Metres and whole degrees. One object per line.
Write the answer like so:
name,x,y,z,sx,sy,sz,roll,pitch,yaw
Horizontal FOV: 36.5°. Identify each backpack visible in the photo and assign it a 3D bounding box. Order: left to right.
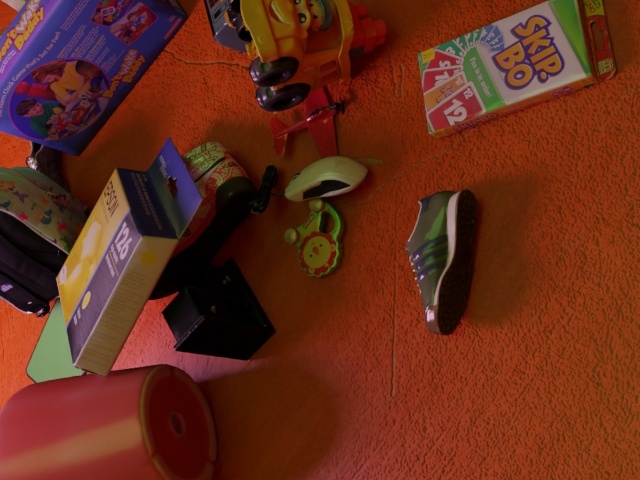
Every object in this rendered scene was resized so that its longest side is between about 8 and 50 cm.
backpack,-0.539,-0.014,1.694,0.225,0.253,0.191,-29,43,32

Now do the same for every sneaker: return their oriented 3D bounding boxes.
sneaker,-0.524,-0.128,1.824,0.066,0.071,0.189,-27,64,29
sneaker,-0.220,-0.036,1.563,0.270,0.090,0.145,-45,54,18
sneaker,0.151,0.027,1.284,0.086,0.064,0.192,4,81,45

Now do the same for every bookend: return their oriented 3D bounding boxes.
bookend,-0.171,0.092,1.450,0.072,0.156,0.157,-47,55,20

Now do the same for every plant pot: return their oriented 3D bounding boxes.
plant pot,-0.306,0.309,1.451,0.243,0.275,0.275,-21,67,21

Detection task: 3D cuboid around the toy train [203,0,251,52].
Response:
toy train,-0.120,-0.466,1.563,0.190,0.142,0.334,-37,59,36

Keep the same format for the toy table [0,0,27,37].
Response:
toy table,-0.533,-0.413,1.843,0.252,0.160,0.274,34,100,37

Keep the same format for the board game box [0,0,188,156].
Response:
board game box,-0.429,-0.322,1.695,0.347,0.233,0.078,-46,57,19

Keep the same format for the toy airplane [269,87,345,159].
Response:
toy airplane,-0.024,-0.181,1.483,0.151,0.028,0.151,-11,71,35

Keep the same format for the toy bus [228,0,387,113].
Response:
toy bus,-0.011,-0.295,1.382,0.211,0.220,0.150,-15,77,0

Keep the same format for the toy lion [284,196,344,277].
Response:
toy lion,0.000,0.000,1.424,0.096,0.034,0.100,46,107,28

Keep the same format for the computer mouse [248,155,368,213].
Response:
computer mouse,-0.020,-0.092,1.429,0.192,0.042,0.106,-12,31,30

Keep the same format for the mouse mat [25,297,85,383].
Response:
mouse mat,-0.457,0.189,1.741,0.152,0.007,0.190,30,97,38

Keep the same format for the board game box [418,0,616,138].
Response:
board game box,0.253,-0.233,1.284,0.259,0.039,0.124,-16,71,31

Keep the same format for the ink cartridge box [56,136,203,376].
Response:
ink cartridge box,-0.304,0.005,1.493,0.307,0.072,0.303,-62,26,12
